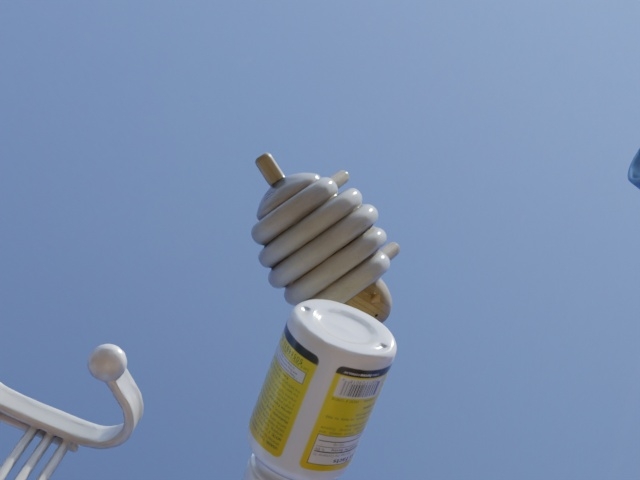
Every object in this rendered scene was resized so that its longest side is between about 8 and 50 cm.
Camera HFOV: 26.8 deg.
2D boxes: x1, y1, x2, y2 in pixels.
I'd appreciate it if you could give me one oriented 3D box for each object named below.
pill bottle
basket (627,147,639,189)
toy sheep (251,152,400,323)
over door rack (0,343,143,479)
[{"bbox_3d":[-0.005,0.098,0.772,0.065,0.065,0.116,27,-68,15],"label":"pill bottle"},{"bbox_3d":[0.312,-0.152,0.770,0.201,0.289,0.254,35,-114,-7],"label":"basket"},{"bbox_3d":[0.000,0.000,0.857,0.091,0.091,0.132,-39,-91,-8],"label":"toy sheep"},{"bbox_3d":[-0.268,0.084,0.566,0.324,0.108,0.239,13,-148,11],"label":"over door rack"}]
